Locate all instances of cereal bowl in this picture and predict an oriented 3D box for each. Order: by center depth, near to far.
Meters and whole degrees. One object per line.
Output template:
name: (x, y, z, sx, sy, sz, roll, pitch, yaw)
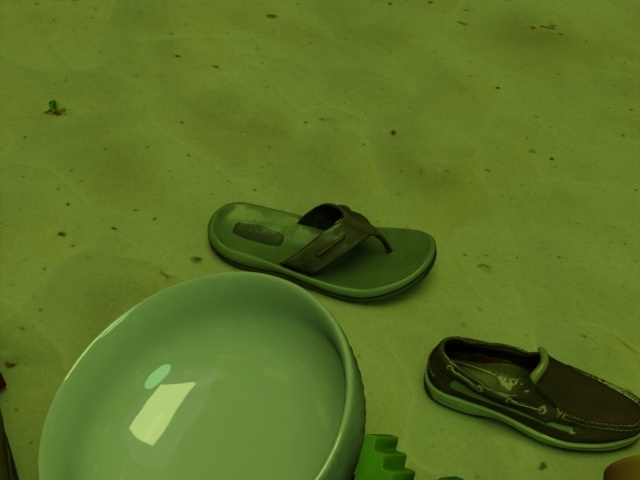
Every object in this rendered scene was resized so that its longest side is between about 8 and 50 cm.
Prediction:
cereal bowl: (-0.107, 0.203, 0.954, 0.338, 0.141, 0.339, -13, 45, 13)

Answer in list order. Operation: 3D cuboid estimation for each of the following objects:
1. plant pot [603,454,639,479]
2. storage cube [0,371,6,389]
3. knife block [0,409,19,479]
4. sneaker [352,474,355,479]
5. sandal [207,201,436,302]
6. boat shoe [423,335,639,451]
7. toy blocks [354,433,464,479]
plant pot: (0.395, 0.325, 0.831, 0.290, 0.291, 0.204, 10, 67, 6)
storage cube: (-0.495, 0.112, 1.018, 0.215, 0.184, 0.193, 38, 59, 26)
knife block: (-0.339, 0.259, 0.867, 0.088, 0.276, 0.242, -11, 21, -12)
sneaker: (0.029, 0.266, 0.977, 0.178, 0.077, 0.072, 34, 55, 25)
sandal: (-0.002, 0.001, 1.198, 0.302, 0.086, 0.120, 9, 49, 6)
boat shoe: (0.247, 0.169, 1.057, 0.257, 0.095, 0.095, 11, 49, 7)
toy blocks: (0.147, 0.290, 0.774, 0.260, 0.381, 0.191, 12, 86, 31)
